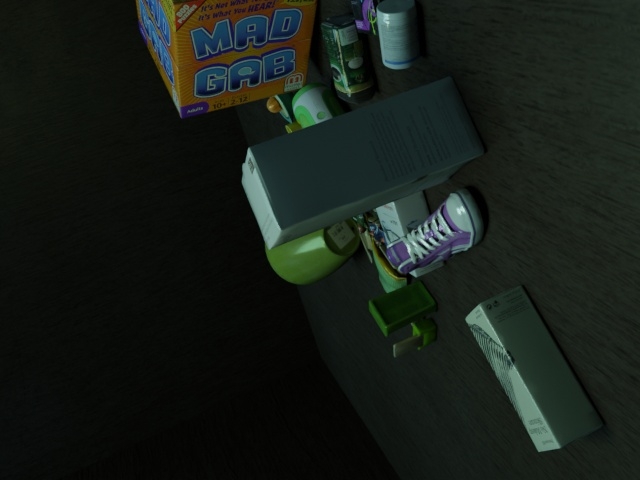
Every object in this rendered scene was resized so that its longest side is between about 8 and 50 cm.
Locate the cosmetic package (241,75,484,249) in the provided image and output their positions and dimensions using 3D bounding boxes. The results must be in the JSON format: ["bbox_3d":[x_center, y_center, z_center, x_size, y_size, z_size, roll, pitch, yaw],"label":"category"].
[{"bbox_3d":[0.063,-0.131,1.194,0.217,0.385,0.156,131,116,-78],"label":"cosmetic package"}]

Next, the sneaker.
[{"bbox_3d":[0.217,0.000,1.329,0.282,0.161,0.102,100,147,-69],"label":"sneaker"}]

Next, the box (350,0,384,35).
[{"bbox_3d":[0.085,-0.485,1.310,0.116,0.029,0.162,-135,25,-62],"label":"box"}]

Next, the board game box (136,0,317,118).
[{"bbox_3d":[-0.253,-0.595,1.714,0.356,0.356,0.356,61,158,27],"label":"board game box"}]

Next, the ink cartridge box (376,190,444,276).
[{"bbox_3d":[0.201,-0.029,1.551,0.190,0.082,0.139,69,169,-17],"label":"ink cartridge box"}]

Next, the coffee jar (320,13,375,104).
[{"bbox_3d":[0.063,-0.394,1.468,0.096,0.079,0.184,45,155,54],"label":"coffee jar"}]

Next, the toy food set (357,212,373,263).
[{"bbox_3d":[0.142,-0.027,1.977,0.192,0.038,0.132,76,174,-61],"label":"toy food set"}]

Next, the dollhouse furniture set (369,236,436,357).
[{"bbox_3d":[0.177,0.148,1.836,0.197,0.151,0.301,81,163,-51],"label":"dollhouse furniture set"}]

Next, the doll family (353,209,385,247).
[{"bbox_3d":[0.159,-0.027,1.780,0.193,0.076,0.111,51,156,47],"label":"doll family"}]

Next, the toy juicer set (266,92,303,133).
[{"bbox_3d":[-0.113,-0.422,2.068,0.329,0.089,0.209,59,173,-32],"label":"toy juicer set"}]

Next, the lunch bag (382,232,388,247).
[{"bbox_3d":[0.197,0.004,1.669,0.065,0.067,0.098,-145,35,-69],"label":"lunch bag"}]

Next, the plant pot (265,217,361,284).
[{"bbox_3d":[0.000,0.000,2.188,0.293,0.275,0.274,-14,99,63],"label":"plant pot"}]

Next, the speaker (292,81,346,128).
[{"bbox_3d":[0.035,-0.268,1.743,0.131,0.131,0.296,89,156,-63],"label":"speaker"}]

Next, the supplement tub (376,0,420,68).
[{"bbox_3d":[0.139,-0.365,1.188,0.071,0.071,0.107,-124,16,-46],"label":"supplement tub"}]

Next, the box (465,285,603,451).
[{"bbox_3d":[0.375,0.229,1.204,0.113,0.094,0.275,95,151,-68],"label":"box"}]
